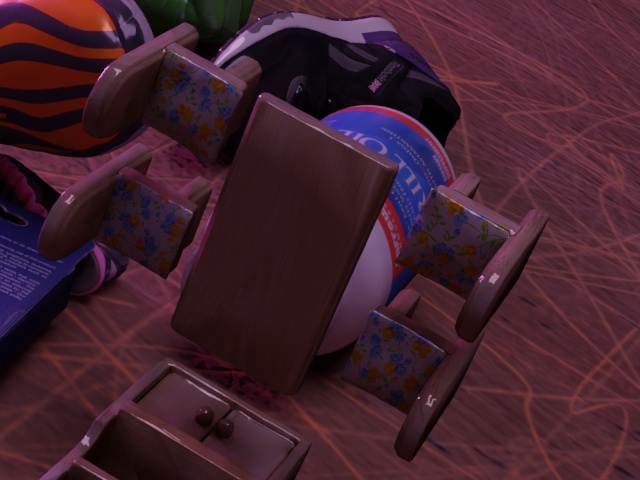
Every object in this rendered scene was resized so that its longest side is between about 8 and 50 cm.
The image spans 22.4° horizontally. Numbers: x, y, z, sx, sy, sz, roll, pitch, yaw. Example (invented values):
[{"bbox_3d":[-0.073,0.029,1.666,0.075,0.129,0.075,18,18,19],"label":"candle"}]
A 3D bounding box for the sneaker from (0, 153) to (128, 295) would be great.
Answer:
[{"bbox_3d":[-0.168,-0.012,1.018,0.119,0.047,0.057,44,28,18],"label":"sneaker"}]

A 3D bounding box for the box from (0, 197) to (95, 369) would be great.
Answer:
[{"bbox_3d":[-0.229,0.031,0.891,0.136,0.036,0.225,23,29,9],"label":"box"}]

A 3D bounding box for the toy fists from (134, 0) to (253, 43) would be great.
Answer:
[{"bbox_3d":[-0.121,-0.258,1.404,0.142,0.096,0.279,18,28,-13],"label":"toy fists"}]

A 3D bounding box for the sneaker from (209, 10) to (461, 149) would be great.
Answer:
[{"bbox_3d":[0.015,-0.105,1.246,0.124,0.107,0.283,43,34,20],"label":"sneaker"}]

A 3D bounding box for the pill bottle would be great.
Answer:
[{"bbox_3d":[0.000,0.000,1.034,0.124,0.124,0.221,29,30,9],"label":"pill bottle"}]

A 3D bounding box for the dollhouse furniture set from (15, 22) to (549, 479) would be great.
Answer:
[{"bbox_3d":[-0.047,0.053,0.787,0.212,0.242,0.161,29,29,10],"label":"dollhouse furniture set"}]

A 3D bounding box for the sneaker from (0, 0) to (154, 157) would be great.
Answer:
[{"bbox_3d":[-0.250,-0.090,0.962,0.321,0.124,0.180,6,23,41],"label":"sneaker"}]
